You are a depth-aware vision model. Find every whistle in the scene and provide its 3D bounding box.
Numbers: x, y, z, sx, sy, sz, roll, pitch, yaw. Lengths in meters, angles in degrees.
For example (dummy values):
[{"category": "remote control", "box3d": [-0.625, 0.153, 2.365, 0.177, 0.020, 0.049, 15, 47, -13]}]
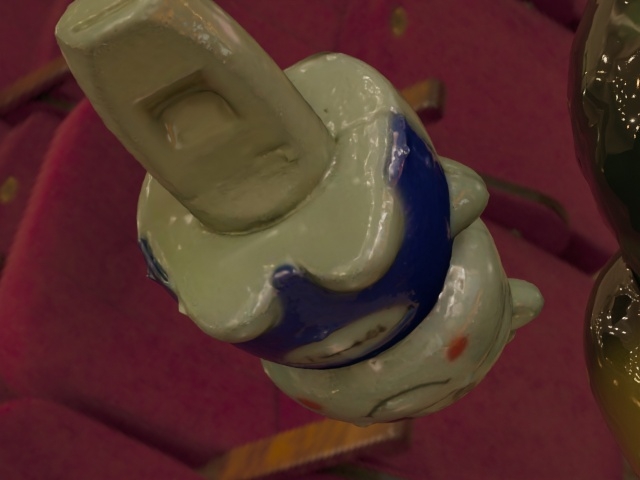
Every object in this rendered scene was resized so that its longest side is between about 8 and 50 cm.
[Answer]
[{"category": "whistle", "box3d": [0.000, 0.000, 0.416, 0.110, 0.244, 0.092, -23, 53, 15]}]

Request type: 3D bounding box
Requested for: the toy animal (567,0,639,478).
[{"category": "toy animal", "box3d": [0.199, 0.024, 0.499, 0.191, 0.338, 0.216, -25, 25, -5]}]
